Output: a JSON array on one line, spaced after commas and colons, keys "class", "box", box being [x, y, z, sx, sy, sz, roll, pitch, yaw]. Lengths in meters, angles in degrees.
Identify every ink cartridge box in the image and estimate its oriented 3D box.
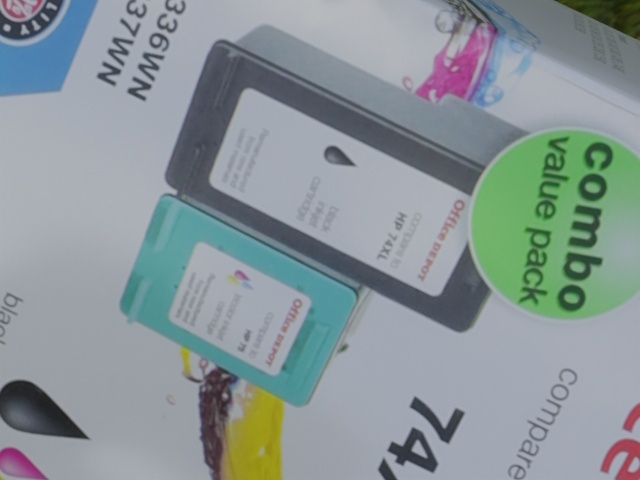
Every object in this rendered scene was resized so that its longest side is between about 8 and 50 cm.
[{"class": "ink cartridge box", "box": [0.000, 0.000, 0.511, 0.270, 0.197, 0.198, 25, 105, 3]}]
